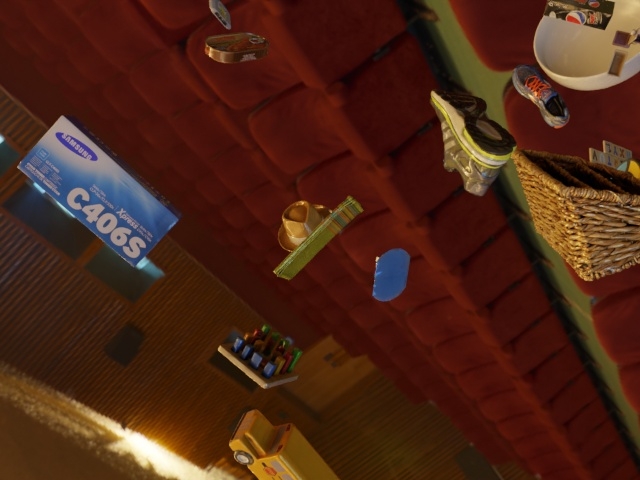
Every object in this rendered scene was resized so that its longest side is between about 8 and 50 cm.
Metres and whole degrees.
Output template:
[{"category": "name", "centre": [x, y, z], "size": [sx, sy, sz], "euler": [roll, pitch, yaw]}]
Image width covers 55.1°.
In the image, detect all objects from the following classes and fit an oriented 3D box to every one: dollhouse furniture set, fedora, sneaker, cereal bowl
[{"category": "dollhouse furniture set", "centre": [0.744, -0.446, 1.464], "size": [0.091, 0.114, 0.081], "euler": [18, -173, 10]}, {"category": "fedora", "centre": [-0.051, -0.055, 1.749], "size": [0.079, 0.194, 0.194], "euler": [58, 179, -38]}, {"category": "sneaker", "centre": [0.636, -0.419, 1.749], "size": [0.221, 0.083, 0.087], "euler": [46, -171, 1]}, {"category": "cereal bowl", "centre": [0.787, -0.560, 1.717], "size": [0.141, 0.339, 0.339], "euler": [32, -162, -46]}, {"category": "sneaker", "centre": [0.269, -0.200, 1.186], "size": [0.111, 0.121, 0.300], "euler": [8, -144, -12]}]

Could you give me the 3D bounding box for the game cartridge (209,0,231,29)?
[{"category": "game cartridge", "centre": [-0.258, -0.590, 1.582], "size": [0.083, 0.017, 0.056], "euler": [39, -146, -57]}]

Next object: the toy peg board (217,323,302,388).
[{"category": "toy peg board", "centre": [-0.137, 0.276, 1.518], "size": [0.161, 0.079, 0.161], "euler": [33, -170, 24]}]

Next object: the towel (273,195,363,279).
[{"category": "towel", "centre": [0.000, 0.000, 1.360], "size": [0.021, 0.237, 0.102], "euler": [48, -175, 21]}]

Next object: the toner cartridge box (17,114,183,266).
[{"category": "toner cartridge box", "centre": [-0.510, -0.115, 1.444], "size": [0.348, 0.165, 0.075], "euler": [43, -174, -11]}]

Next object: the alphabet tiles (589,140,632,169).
[{"category": "alphabet tiles", "centre": [0.871, -0.196, 1.829], "size": [0.237, 0.009, 0.198], "euler": [8, -102, -36]}]

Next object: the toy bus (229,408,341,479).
[{"category": "toy bus", "centre": [-0.070, 0.552, 1.482], "size": [0.332, 0.130, 0.108], "euler": [54, -145, -18]}]

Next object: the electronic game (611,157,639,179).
[{"category": "electronic game", "centre": [0.721, -0.083, 1.468], "size": [0.048, 0.229, 0.229], "euler": [11, -177, 2]}]

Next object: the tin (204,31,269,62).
[{"category": "tin", "centre": [-0.224, -0.519, 1.649], "size": [0.106, 0.190, 0.040], "euler": [44, 136, 26]}]

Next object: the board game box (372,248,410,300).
[{"category": "board game box", "centre": [0.205, 0.099, 1.851], "size": [0.033, 0.133, 0.168], "euler": [29, 119, 49]}]

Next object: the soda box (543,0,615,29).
[{"category": "soda box", "centre": [0.691, -0.620, 1.644], "size": [0.169, 0.060, 0.053], "euler": [19, 151, 11]}]

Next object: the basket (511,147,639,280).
[{"category": "basket", "centre": [0.561, -0.097, 1.268], "size": [0.299, 0.214, 0.223], "euler": [-94, -20, -68]}]
